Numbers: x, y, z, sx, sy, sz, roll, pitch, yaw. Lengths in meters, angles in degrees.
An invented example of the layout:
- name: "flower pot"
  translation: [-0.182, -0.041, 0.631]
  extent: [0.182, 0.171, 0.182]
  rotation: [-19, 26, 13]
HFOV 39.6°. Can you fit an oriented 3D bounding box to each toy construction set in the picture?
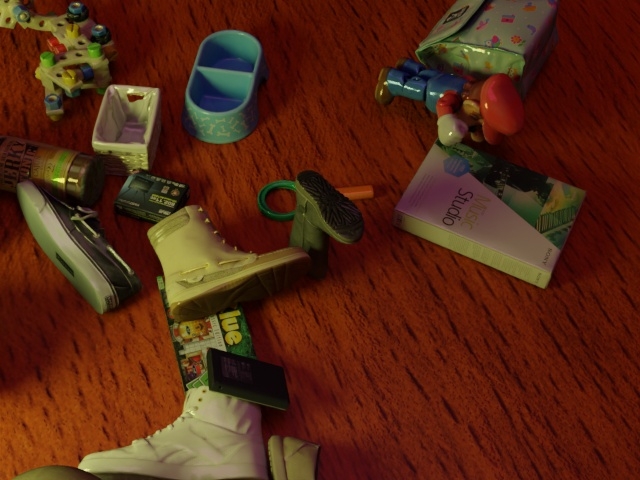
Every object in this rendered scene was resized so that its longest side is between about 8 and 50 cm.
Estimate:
- name: "toy construction set"
  translation: [-0.564, -0.417, 1.911]
  extent: [0.215, 0.151, 0.327]
  rotation: [-31, 71, -23]

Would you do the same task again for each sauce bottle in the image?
- name: "sauce bottle"
  translation: [-0.597, -0.146, 1.719]
  extent: [0.344, 0.111, 0.111]
  rotation: [11, 53, 6]

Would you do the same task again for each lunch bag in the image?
- name: "lunch bag"
  translation: [0.370, -0.452, 1.979]
  extent: [0.262, 0.160, 0.223]
  rotation: [20, 57, 25]

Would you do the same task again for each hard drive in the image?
- name: "hard drive"
  translation: [-0.118, 0.225, 1.453]
  extent: [0.135, 0.022, 0.094]
  rotation: [18, 26, -20]

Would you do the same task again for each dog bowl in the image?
- name: "dog bowl"
  translation: [-0.204, -0.340, 1.909]
  extent: [0.166, 0.074, 0.297]
  rotation: [8, 52, 3]

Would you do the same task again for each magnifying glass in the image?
- name: "magnifying glass"
  translation: [-0.010, -0.085, 1.763]
  extent: [0.231, 0.026, 0.092]
  rotation: [-7, 54, -6]

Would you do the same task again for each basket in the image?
- name: "basket"
  translation: [-0.383, -0.218, 1.789]
  extent: [0.113, 0.103, 0.167]
  rotation: [4, 54, 0]

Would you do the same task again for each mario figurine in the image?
- name: "mario figurine"
  translation: [0.273, -0.270, 1.852]
  extent: [0.320, 0.170, 0.198]
  rotation: [25, 76, 33]

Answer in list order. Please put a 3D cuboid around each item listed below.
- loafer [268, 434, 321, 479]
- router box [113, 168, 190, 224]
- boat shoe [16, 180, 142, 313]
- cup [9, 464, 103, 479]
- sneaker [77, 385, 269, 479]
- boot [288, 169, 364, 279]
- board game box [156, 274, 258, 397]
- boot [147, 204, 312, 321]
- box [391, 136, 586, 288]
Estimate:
- name: "loafer"
  translation: [-0.019, 0.410, 1.339]
  extent: [0.092, 0.102, 0.268]
  rotation: [-11, 54, -4]
- name: "router box"
  translation: [-0.327, -0.081, 1.729]
  extent: [0.122, 0.038, 0.092]
  rotation: [15, 54, 8]
- name: "boat shoe"
  translation: [-0.439, -0.006, 1.622]
  extent: [0.105, 0.113, 0.306]
  rotation: [-31, 63, -31]
- name: "cup"
  translation: [-0.358, 0.442, 1.195]
  extent: [0.331, 0.331, 0.237]
  rotation: [-12, 29, -12]
- name: "sneaker"
  translation: [-0.231, 0.315, 1.404]
  extent: [0.293, 0.108, 0.169]
  rotation: [3, 51, -13]
- name: "boot"
  translation: [0.003, 0.000, 1.581]
  extent: [0.076, 0.208, 0.189]
  rotation: [-14, 49, -26]
- name: "board game box"
  translation: [-0.197, 0.158, 1.565]
  extent: [0.136, 0.030, 0.259]
  rotation: [-12, 55, -15]
- name: "boot"
  translation: [-0.166, 0.017, 1.597]
  extent: [0.262, 0.095, 0.203]
  rotation: [-20, 56, -8]
- name: "box"
  translation: [0.332, -0.063, 1.743]
  extent: [0.322, 0.058, 0.232]
  rotation: [24, 55, 13]
